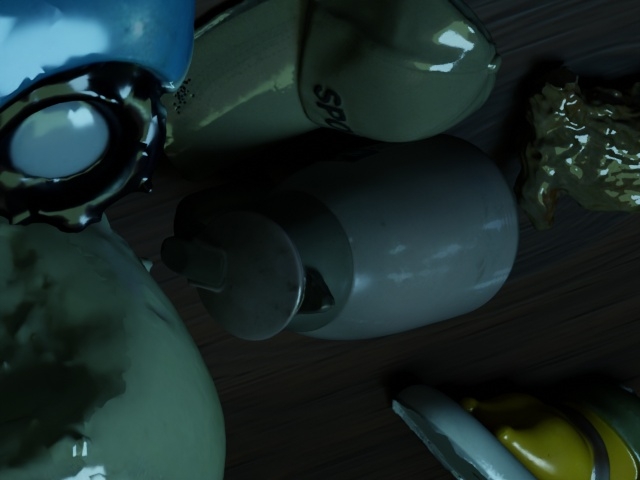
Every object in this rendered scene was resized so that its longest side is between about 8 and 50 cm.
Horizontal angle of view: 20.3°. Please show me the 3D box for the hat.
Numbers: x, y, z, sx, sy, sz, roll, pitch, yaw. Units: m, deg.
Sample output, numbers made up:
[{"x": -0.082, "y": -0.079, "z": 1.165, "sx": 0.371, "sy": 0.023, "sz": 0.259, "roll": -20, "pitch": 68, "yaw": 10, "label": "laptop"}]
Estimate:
[{"x": 0.006, "y": -0.068, "z": 0.906, "sx": 0.175, "sy": 0.085, "sz": 0.147, "roll": -30, "pitch": 147, "yaw": 8, "label": "hat"}]

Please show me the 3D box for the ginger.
[{"x": 0.250, "y": -0.067, "z": 1.074, "sx": 0.290, "sy": 0.084, "sz": 0.122, "roll": -4, "pitch": 121, "yaw": -20, "label": "ginger"}]

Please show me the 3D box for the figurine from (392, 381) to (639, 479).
[{"x": 0.174, "y": 0.143, "z": 1.278, "sx": 0.141, "sy": 0.166, "sz": 0.250, "roll": -46, "pitch": 132, "yaw": -6, "label": "figurine"}]

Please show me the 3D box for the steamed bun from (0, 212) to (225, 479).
[{"x": -0.225, "y": 0.105, "z": 0.883, "sx": 0.333, "sy": 0.233, "sz": 0.312, "roll": 5, "pitch": 140, "yaw": -23, "label": "steamed bun"}]

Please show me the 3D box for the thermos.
[{"x": 0.000, "y": 0.000, "z": 0.947, "sx": 0.193, "sy": 0.137, "sz": 0.105, "roll": -15, "pitch": 124, "yaw": -53, "label": "thermos"}]

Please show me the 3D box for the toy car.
[{"x": -0.166, "y": -0.115, "z": 0.652, "sx": 0.255, "sy": 0.188, "sz": 0.190, "roll": -8, "pitch": 135, "yaw": -17, "label": "toy car"}]
